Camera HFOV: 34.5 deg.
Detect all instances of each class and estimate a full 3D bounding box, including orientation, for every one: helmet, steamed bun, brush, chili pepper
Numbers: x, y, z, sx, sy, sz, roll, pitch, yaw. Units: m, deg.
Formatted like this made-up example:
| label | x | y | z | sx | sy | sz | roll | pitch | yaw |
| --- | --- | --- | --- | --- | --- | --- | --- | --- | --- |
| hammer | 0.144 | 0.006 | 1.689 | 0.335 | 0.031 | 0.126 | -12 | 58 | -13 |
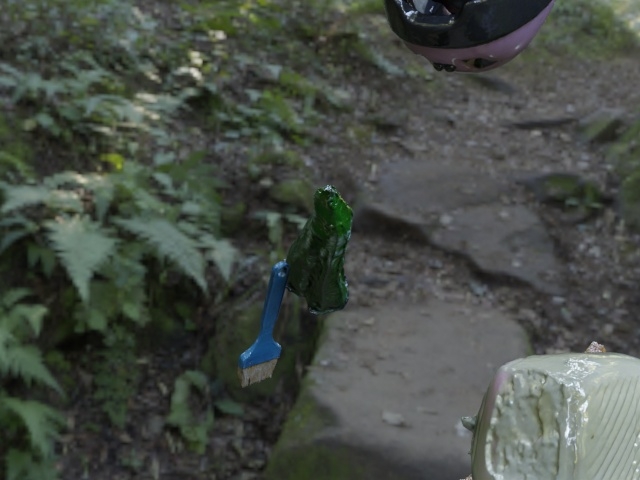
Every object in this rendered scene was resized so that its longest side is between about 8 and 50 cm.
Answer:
| label | x | y | z | sx | sy | sz | roll | pitch | yaw |
| --- | --- | --- | --- | --- | --- | --- | --- | --- | --- |
| helmet | 0.178 | -0.284 | 1.136 | 0.198 | 0.154 | 0.253 | 10 | 46 | 30 |
| steamed bun | 0.225 | 0.183 | 0.936 | 0.152 | 0.170 | 0.238 | 2 | -6 | 40 |
| brush | -0.055 | 0.088 | 1.075 | 0.051 | 0.164 | 0.014 | -16 | 45 | -38 |
| chili pepper | 0.000 | 0.000 | 1.046 | 0.088 | 0.059 | 0.227 | 43 | -21 | 15 |

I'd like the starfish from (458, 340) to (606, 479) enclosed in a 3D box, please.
| label | x | y | z | sx | sy | sz | roll | pitch | yaw |
| --- | --- | --- | --- | --- | --- | --- | --- | --- | --- |
| starfish | 0.357 | 0.349 | 1.460 | 0.383 | 0.132 | 0.398 | -28 | 49 | -9 |
